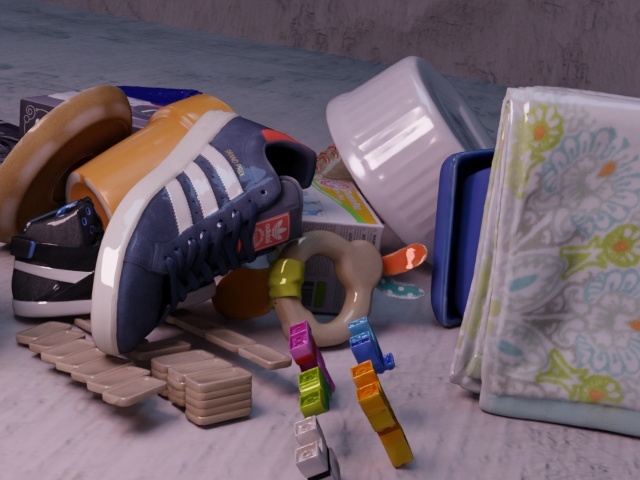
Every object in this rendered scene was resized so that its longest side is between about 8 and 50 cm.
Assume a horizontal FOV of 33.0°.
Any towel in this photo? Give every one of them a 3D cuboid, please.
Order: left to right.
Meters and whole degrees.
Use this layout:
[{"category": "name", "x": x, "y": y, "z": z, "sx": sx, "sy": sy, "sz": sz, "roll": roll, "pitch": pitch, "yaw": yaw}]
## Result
[{"category": "towel", "x": -0.330, "y": -0.229, "z": 1.947, "sx": 0.227, "sy": 0.076, "sz": 0.308, "roll": 9, "pitch": 18, "yaw": 1}, {"category": "towel", "x": 0.331, "y": 0.029, "z": 1.036, "sx": 0.374, "sy": 0.320, "sz": 0.090, "roll": 8, "pitch": 12, "yaw": 1}]

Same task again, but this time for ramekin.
[{"category": "ramekin", "x": 0.144, "y": -0.114, "z": 1.451, "sx": 0.277, "sy": 0.135, "sz": 0.277, "roll": 45, "pitch": 22, "yaw": -24}]

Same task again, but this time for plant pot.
[{"category": "plant pot", "x": -0.304, "y": -0.082, "z": 1.291, "sx": 0.032, "sy": 0.236, "sz": 0.236, "roll": 41, "pitch": 26, "yaw": 11}, {"category": "plant pot", "x": -0.193, "y": -0.052, "z": 1.295, "sx": 0.188, "sy": 0.205, "sz": 0.205, "roll": -23, "pitch": 33, "yaw": -32}, {"category": "plant pot", "x": 0.261, "y": 0.004, "z": 1.244, "sx": 0.212, "sy": 0.236, "sz": 0.236, "roll": 15, "pitch": 17, "yaw": 41}]

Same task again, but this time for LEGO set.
[{"category": "LEGO set", "x": 0.031, "y": 0.149, "z": 0.938, "sx": 0.087, "sy": 0.093, "sz": 0.227, "roll": -22, "pitch": 22, "yaw": 7}]

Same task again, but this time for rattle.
[{"category": "rattle", "x": 0.005, "y": 0.053, "z": 1.205, "sx": 0.200, "sy": 0.130, "sz": 0.143, "roll": -23, "pitch": -10, "yaw": -41}]

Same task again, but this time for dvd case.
[{"category": "dvd case", "x": -0.513, "y": -0.153, "z": 1.727, "sx": 0.221, "sy": 0.018, "sz": 0.164, "roll": 21, "pitch": 23, "yaw": 33}]

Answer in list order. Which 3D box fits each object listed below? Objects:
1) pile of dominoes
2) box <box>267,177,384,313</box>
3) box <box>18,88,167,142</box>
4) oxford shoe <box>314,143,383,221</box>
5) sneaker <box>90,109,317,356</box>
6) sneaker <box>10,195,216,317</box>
[{"category": "pile of dominoes", "x": -0.167, "y": 0.118, "z": 1.041, "sx": 0.196, "sy": 0.040, "sz": 0.251, "roll": -7, "pitch": 15, "yaw": -38}, {"category": "box", "x": 0.000, "y": 0.000, "z": 1.317, "sx": 0.103, "sy": 0.114, "sz": 0.203, "roll": 5, "pitch": 17, "yaw": -11}, {"category": "box", "x": -0.281, "y": -0.124, "z": 1.532, "sx": 0.247, "sy": 0.142, "sz": 0.163, "roll": 16, "pitch": 20, "yaw": 23}, {"category": "oxford shoe", "x": 0.008, "y": -0.097, "z": 1.591, "sx": 0.348, "sy": 0.130, "sz": 0.123, "roll": -7, "pitch": 23, "yaw": -39}, {"category": "sneaker", "x": -0.101, "y": -0.011, "z": 1.072, "sx": 0.148, "sy": 0.131, "sz": 0.350, "roll": 16, "pitch": 44, "yaw": 10}, {"category": "sneaker", "x": -0.214, "y": 0.013, "z": 1.135, "sx": 0.217, "sy": 0.121, "sz": 0.079, "roll": -4, "pitch": 9, "yaw": -22}]
